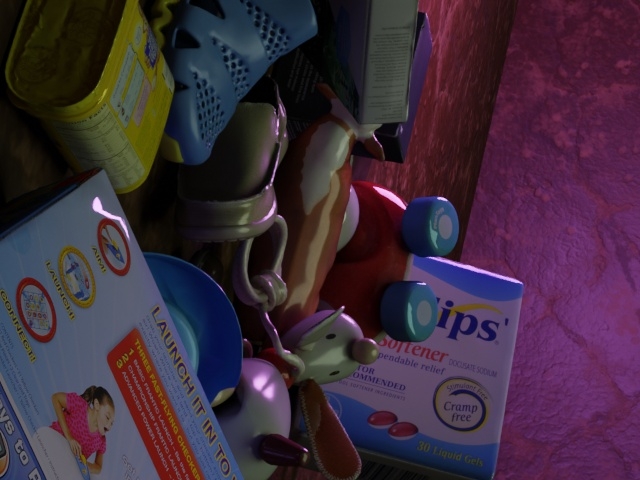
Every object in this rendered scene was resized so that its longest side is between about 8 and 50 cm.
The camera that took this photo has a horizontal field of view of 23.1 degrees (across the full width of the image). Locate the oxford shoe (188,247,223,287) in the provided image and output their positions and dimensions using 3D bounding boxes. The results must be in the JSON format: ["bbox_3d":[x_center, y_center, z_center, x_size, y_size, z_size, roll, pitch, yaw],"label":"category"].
[{"bbox_3d":[-0.106,0.116,1.567,0.083,0.096,0.227,-49,146,-64],"label":"oxford shoe"}]

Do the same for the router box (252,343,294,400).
[{"bbox_3d":[-0.063,0.180,1.940,0.122,0.038,0.092,39,62,-76],"label":"router box"}]

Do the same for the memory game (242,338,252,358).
[{"bbox_3d":[-0.126,0.164,1.487,0.186,0.012,0.186,-17,117,-39],"label":"memory game"}]

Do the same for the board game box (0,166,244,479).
[{"bbox_3d":[-0.170,0.141,1.009,0.308,0.086,0.302,67,21,-11],"label":"board game box"}]

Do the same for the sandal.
[{"bbox_3d":[-0.065,-0.204,1.397,0.126,0.138,0.317,81,24,-62],"label":"sandal"}]

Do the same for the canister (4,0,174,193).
[{"bbox_3d":[-0.165,-0.119,1.162,0.170,0.073,0.126,71,32,-68],"label":"canister"}]

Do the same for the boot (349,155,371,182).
[{"bbox_3d":[0.046,-0.157,2.032,0.248,0.090,0.207,5,93,-81],"label":"boot"}]

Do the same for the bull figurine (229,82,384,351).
[{"bbox_3d":[-0.022,-0.026,1.657,0.188,0.101,0.310,156,-43,-77],"label":"bull figurine"}]

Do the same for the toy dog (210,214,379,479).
[{"bbox_3d":[-0.027,0.141,1.425,0.334,0.161,0.220,-54,138,-42],"label":"toy dog"}]

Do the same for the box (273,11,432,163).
[{"bbox_3d":[0.034,-0.185,1.799,0.093,0.158,0.156,66,37,-69],"label":"box"}]

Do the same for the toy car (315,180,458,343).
[{"bbox_3d":[0.000,0.000,1.837,0.238,0.219,0.210,36,62,-44],"label":"toy car"}]

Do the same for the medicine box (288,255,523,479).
[{"bbox_3d":[0.105,0.171,2.057,0.149,0.263,0.289,117,-13,-63],"label":"medicine box"}]

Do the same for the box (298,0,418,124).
[{"bbox_3d":[0.024,-0.280,1.559,0.322,0.058,0.232,-120,-149,-60],"label":"box"}]

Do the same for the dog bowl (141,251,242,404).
[{"bbox_3d":[-0.161,0.152,1.217,0.074,0.165,0.297,-163,-98,-65],"label":"dog bowl"}]

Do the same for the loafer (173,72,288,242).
[{"bbox_3d":[-0.087,-0.084,1.497,0.268,0.101,0.092,-82,168,-61],"label":"loafer"}]
